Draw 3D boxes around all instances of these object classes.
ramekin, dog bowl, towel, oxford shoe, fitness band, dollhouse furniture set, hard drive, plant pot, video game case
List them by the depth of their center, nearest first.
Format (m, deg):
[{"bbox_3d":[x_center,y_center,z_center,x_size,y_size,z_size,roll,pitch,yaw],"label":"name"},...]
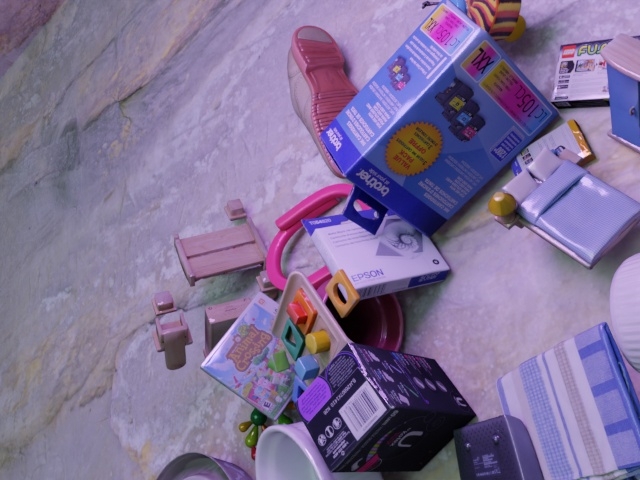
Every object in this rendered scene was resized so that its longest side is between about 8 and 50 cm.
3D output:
[{"bbox_3d":[0.499,0.104,0.961,0.109,0.207,0.207,-17,65,48],"label":"ramekin"},{"bbox_3d":[0.435,-0.097,1.010,0.303,0.198,0.286,-42,49,-4],"label":"dollhouse furniture set"},{"bbox_3d":[0.372,0.267,1.028,0.285,0.034,0.209,124,139,-55],"label":"towel"},{"bbox_3d":[0.296,0.418,1.093,0.172,0.054,0.255,133,134,-57],"label":"hard drive"},{"bbox_3d":[0.002,0.463,1.270,0.277,0.135,0.277,22,117,53],"label":"ramekin"},{"bbox_3d":[0.033,0.172,1.367,0.180,0.201,0.202,-16,65,54],"label":"plant pot"},{"bbox_3d":[-0.112,0.239,1.437,0.193,0.023,0.212,33,62,9],"label":"video game case"},{"bbox_3d":[0.000,0.000,1.510,0.290,0.054,0.209,-34,54,16],"label":"fitness band"},{"bbox_3d":[-0.256,0.653,1.521,0.348,0.102,0.349,-14,68,37],"label":"dog bowl"},{"bbox_3d":[0.015,-0.301,1.591,0.146,0.140,0.397,126,134,-58],"label":"oxford shoe"},{"bbox_3d":[-0.280,0.103,1.638,0.174,0.303,0.356,100,150,-47],"label":"dollhouse furniture set"}]

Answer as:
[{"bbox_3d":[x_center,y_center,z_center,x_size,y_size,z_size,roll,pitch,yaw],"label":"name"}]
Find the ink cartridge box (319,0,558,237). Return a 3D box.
[{"bbox_3d":[0.192,-0.187,1.253,0.395,0.270,0.151,-45,40,18],"label":"ink cartridge box"}]

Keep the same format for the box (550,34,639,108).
[{"bbox_3d":[0.511,-0.291,1.180,0.207,0.036,0.114,7,81,43],"label":"box"}]

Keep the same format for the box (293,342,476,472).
[{"bbox_3d":[0.116,0.296,1.185,0.165,0.270,0.143,-51,50,18],"label":"box"}]

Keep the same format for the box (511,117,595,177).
[{"bbox_3d":[0.414,-0.148,1.230,0.136,0.028,0.081,-34,56,32],"label":"box"}]

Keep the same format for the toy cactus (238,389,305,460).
[{"bbox_3d":[-0.115,0.354,1.503,0.219,0.112,0.180,-62,37,20],"label":"toy cactus"}]

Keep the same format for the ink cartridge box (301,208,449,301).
[{"bbox_3d":[0.104,0.006,1.333,0.224,0.223,0.045,58,148,36],"label":"ink cartridge box"}]

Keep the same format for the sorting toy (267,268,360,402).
[{"bbox_3d":[-0.026,0.180,1.234,0.196,0.047,0.348,50,137,32],"label":"sorting toy"}]

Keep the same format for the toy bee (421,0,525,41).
[{"bbox_3d":[0.304,-0.405,1.342,0.195,0.298,0.162,-4,103,6],"label":"toy bee"}]

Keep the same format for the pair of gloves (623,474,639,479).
[{"bbox_3d":[0.440,0.344,1.052,0.198,0.023,0.159,-49,52,25],"label":"pair of gloves"}]
